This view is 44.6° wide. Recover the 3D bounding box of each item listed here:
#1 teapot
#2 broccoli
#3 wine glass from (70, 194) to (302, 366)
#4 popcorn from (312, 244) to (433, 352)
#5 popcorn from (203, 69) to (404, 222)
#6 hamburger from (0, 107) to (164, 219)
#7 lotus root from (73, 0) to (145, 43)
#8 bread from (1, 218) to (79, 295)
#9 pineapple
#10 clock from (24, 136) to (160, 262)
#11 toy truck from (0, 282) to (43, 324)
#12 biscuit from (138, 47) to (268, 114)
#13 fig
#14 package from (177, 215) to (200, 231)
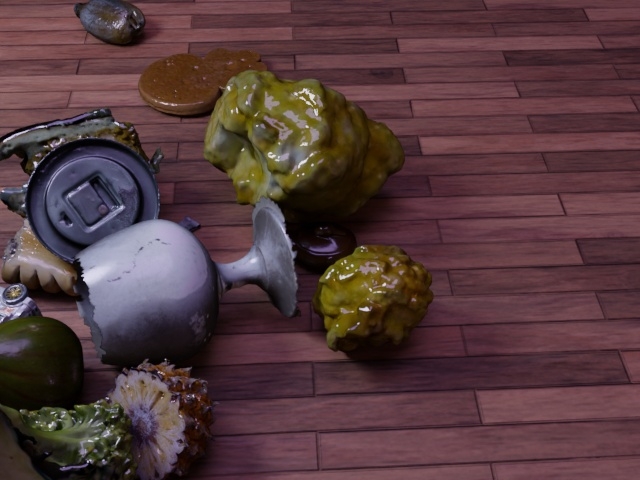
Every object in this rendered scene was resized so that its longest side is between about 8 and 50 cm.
[{"bbox_3d":[0.000,0.000,1.379,0.129,0.078,0.098,4,46,3],"label":"teapot"},{"bbox_3d":[-0.367,0.266,1.017,0.242,0.273,0.180,-17,27,6],"label":"broccoli"},{"bbox_3d":[-0.210,0.066,1.217,0.323,0.238,0.238,-12,47,-24],"label":"wine glass"},{"bbox_3d":[0.086,0.099,1.226,0.198,0.197,0.155,-13,64,-13],"label":"popcorn"},{"bbox_3d":[-0.041,-0.182,1.403,0.334,0.293,0.292,37,55,27],"label":"popcorn"},{"bbox_3d":[-0.424,-0.126,1.408,0.288,0.192,0.167,-14,84,-5],"label":"hamburger"},{"bbox_3d":[-0.511,-0.533,1.868,0.192,0.088,0.113,23,57,20],"label":"lotus root"},{"bbox_3d":[-0.460,0.035,1.329,0.177,0.084,0.119,15,51,0],"label":"bread"},{"bbox_3d":[-0.209,0.251,1.121,0.176,0.161,0.137,33,17,30],"label":"pineapple"},{"bbox_3d":[-0.375,-0.062,1.292,0.215,0.042,0.215,2,82,-11],"label":"clock"},{"bbox_3d":[-0.561,0.117,1.248,0.227,0.098,0.114,16,52,17],"label":"toy truck"},{"bbox_3d":[-0.260,-0.358,1.737,0.289,0.044,0.202,-19,51,-20],"label":"biscuit"},{"bbox_3d":[-0.461,0.177,1.100,0.259,0.151,0.151,12,30,-48],"label":"fig"},{"bbox_3d":[-0.269,-0.007,1.423,0.037,0.015,0.110,29,51,25],"label":"package"}]
